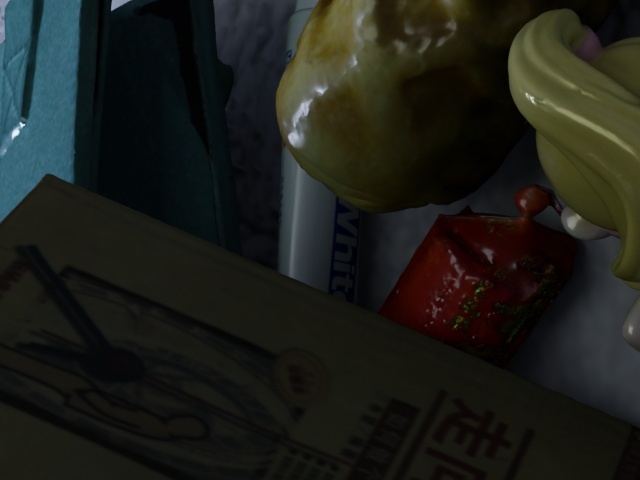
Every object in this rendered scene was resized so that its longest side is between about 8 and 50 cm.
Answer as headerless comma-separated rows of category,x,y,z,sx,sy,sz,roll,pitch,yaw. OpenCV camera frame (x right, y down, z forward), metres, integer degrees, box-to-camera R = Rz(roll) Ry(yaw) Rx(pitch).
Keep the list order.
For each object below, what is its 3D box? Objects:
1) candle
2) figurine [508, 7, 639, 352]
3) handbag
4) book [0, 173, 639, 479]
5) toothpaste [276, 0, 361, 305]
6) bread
candle,0.045,0.032,0.693,0.131,0.052,0.052,-57,48,25
figurine,0.121,0.007,0.598,0.083,0.083,0.187,-42,66,38
handbag,-0.115,0.048,0.813,0.269,0.100,0.274,-38,46,50
book,-0.021,0.066,0.606,0.231,0.161,0.026,23,126,9
toothpaste,0.000,0.000,0.753,0.033,0.052,0.218,-3,80,37
bread,0.072,-0.117,0.643,0.269,0.087,0.098,-56,13,28
